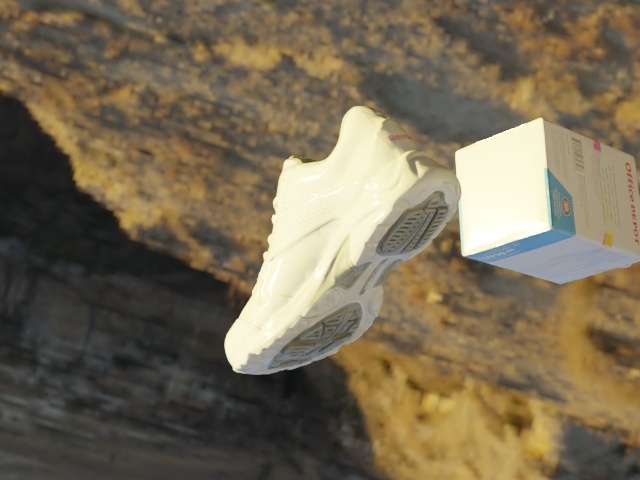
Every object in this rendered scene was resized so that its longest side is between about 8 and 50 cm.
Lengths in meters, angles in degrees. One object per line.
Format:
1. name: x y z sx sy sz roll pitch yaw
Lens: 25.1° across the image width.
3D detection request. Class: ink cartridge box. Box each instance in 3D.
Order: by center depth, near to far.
1. ink cartridge box: 0.189 -0.025 1.145 0.143 0.092 0.090 17 154 -42

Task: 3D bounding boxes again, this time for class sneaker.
1. sneaker: 0.000 0.000 1.019 0.090 0.232 0.115 5 -136 -49
